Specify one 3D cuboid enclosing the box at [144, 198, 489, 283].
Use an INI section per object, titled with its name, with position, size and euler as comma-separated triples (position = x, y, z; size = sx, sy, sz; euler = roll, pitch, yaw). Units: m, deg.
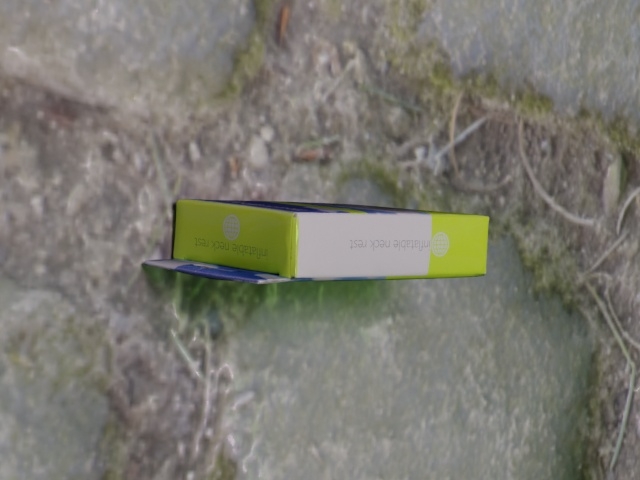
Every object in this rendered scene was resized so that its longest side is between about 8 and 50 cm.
[box]
position = 0.000, 0.000, 0.820
size = 0.178, 0.109, 0.042
euler = 0, 94, -43
